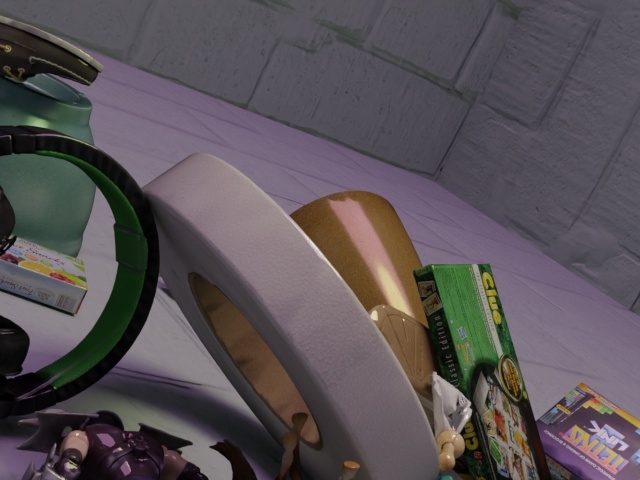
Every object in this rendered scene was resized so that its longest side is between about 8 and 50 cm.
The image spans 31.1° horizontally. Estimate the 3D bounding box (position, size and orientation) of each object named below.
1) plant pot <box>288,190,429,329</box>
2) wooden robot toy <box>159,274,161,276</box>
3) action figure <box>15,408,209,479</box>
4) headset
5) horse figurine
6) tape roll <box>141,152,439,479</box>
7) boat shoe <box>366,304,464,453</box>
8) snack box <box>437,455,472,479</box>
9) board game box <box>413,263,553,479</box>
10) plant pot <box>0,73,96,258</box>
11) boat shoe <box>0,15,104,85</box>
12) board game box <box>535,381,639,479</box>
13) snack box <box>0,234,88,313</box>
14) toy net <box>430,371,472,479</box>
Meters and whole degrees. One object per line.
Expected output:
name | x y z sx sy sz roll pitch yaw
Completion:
plant pot | 0.063 0.102 1.527 0.237 0.237 0.254 15 30 -45
wooden robot toy | -0.163 0.054 1.568 0.173 0.076 0.079 36 4 37
action figure | -0.132 0.212 0.879 0.185 0.099 0.285 7 18 -41
headset | -0.298 0.045 0.914 0.394 0.243 0.185 -13 20 -34
horse figurine | -0.004 0.244 0.915 0.066 0.174 0.263 3 10 -35
tape roll | -0.040 0.095 1.089 0.392 0.072 0.392 49 -17 20
boat shoe | 0.108 0.161 1.236 0.092 0.103 0.285 -17 -39 36
snack box | 0.207 0.302 1.277 0.174 0.070 0.207 16 16 -37
board game box | 0.176 0.151 1.222 0.136 0.030 0.260 1 71 -52
plant pot | -0.410 -0.125 1.479 0.293 0.196 0.293 25 12 -6
boat shoe | -0.374 -0.228 1.374 0.227 0.069 0.081 22 -8 -3
board game box | 0.383 0.290 1.589 0.141 0.048 0.170 -32 49 -32
snack box | -0.344 0.031 1.333 0.141 0.037 0.100 22 11 -21
toy net | 0.134 0.233 1.096 0.045 0.122 0.232 -4 48 5
